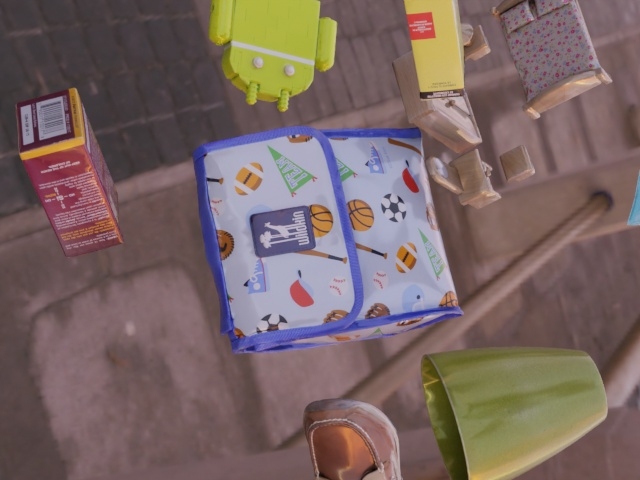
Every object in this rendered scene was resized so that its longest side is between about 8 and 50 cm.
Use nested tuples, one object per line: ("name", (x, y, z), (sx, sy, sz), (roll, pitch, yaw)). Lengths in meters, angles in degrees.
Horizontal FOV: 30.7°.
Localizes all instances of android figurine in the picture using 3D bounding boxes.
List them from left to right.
("android figurine", (-0.088, -0.368, 2.111), (0.248, 0.056, 0.272), (12, 76, -25))

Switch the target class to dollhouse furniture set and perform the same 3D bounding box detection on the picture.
("dollhouse furniture set", (0.313, -0.265, 1.790), (0.174, 0.356, 0.303), (24, 46, -51))

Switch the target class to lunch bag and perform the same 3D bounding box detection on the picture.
("lunch bag", (0.000, 0.000, 1.802), (0.386, 0.239, 0.327), (-3, 76, -35))

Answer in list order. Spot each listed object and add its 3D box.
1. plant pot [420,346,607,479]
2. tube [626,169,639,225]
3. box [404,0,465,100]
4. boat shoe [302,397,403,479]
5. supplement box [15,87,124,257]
("plant pot", (0.367, 0.306, 2.167), (0.275, 0.294, 0.274), (165, -90, -83))
("tube", (0.517, -0.044, 1.603), (0.207, 0.052, 0.080), (9, 94, -18))
("box", (0.127, -0.278, 1.343), (0.087, 0.058, 0.232), (-83, 165, -44))
("boat shoe", (0.055, 0.328, 1.564), (0.324, 0.123, 0.116), (65, 20, -44))
("supplement box", (-0.315, -0.083, 1.474), (0.188, 0.081, 0.104), (78, -4, -46))
